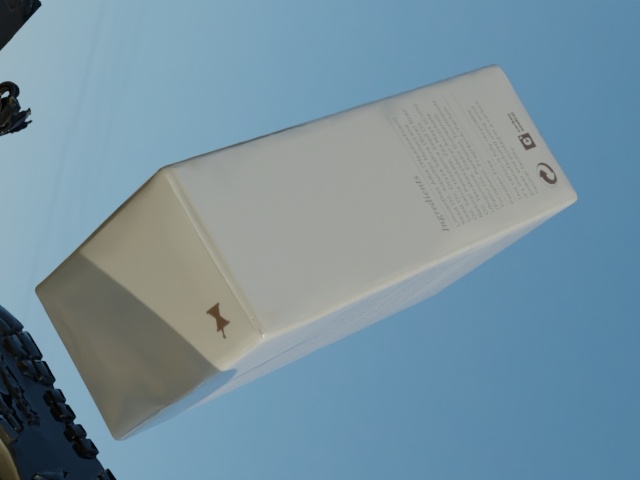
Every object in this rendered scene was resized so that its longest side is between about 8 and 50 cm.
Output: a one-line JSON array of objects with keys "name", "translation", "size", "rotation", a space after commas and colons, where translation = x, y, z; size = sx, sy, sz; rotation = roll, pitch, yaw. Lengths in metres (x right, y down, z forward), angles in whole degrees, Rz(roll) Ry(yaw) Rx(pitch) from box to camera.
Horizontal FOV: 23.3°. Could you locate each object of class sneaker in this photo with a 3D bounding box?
[{"name": "sneaker", "translation": [-0.175, 0.167, 0.842], "size": [0.124, 0.107, 0.283], "rotation": [-45, -123, 17]}]

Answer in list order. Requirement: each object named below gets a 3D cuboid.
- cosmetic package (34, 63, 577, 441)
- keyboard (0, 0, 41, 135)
[{"name": "cosmetic package", "translation": [0.000, 0.000, 1.398], "size": [0.230, 0.453, 0.162], "rotation": [-37, -101, 43]}, {"name": "keyboard", "translation": [-0.339, -0.118, 1.296], "size": [0.033, 0.202, 0.317], "rotation": [11, -129, 34]}]
